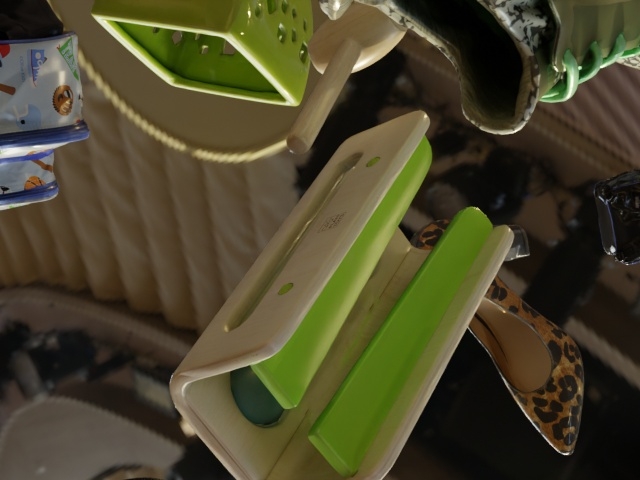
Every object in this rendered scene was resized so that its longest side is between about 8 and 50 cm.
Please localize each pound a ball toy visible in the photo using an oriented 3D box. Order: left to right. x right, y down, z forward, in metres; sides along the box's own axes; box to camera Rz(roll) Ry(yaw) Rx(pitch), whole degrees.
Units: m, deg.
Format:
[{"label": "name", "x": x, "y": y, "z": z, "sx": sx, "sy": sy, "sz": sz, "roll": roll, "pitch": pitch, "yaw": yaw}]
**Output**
[{"label": "pound a ball toy", "x": 0.000, "y": 0.000, "z": 1.008, "sx": 0.135, "sy": 0.319, "sz": 0.208, "roll": -22, "pitch": -65, "yaw": 41}]

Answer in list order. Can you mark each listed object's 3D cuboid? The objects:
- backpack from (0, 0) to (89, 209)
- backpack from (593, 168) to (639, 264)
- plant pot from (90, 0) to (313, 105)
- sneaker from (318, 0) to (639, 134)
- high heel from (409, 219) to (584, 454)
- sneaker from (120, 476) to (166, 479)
[{"label": "backpack", "x": -0.347, "y": -0.126, "z": 1.335, "sx": 0.263, "sy": 0.276, "sz": 0.213, "roll": -2, "pitch": -77, "yaw": 56}, {"label": "backpack", "x": 0.384, "y": -0.038, "z": 1.688, "sx": 0.084, "sy": 0.114, "sz": 0.105, "roll": -120, "pitch": -166, "yaw": -71}, {"label": "plant pot", "x": -0.132, "y": -0.328, "z": 1.903, "sx": 0.228, "sy": 0.227, "sz": 0.207, "roll": 11, "pitch": -104, "yaw": 28}, {"label": "sneaker", "x": 0.122, "y": -0.138, "z": 0.851, "sx": 0.158, "sy": 0.410, "sz": 0.182, "roll": -6, "pitch": -109, "yaw": 47}, {"label": "high heel", "x": 0.174, "y": 0.104, "z": 1.474, "sx": 0.093, "sy": 0.186, "sz": 0.261, "roll": -29, "pitch": -109, "yaw": 41}, {"label": "sneaker", "x": -0.231, "y": 0.283, "z": 1.246, "sx": 0.125, "sy": 0.341, "sz": 0.140, "roll": 54, "pitch": -46, "yaw": 18}]
